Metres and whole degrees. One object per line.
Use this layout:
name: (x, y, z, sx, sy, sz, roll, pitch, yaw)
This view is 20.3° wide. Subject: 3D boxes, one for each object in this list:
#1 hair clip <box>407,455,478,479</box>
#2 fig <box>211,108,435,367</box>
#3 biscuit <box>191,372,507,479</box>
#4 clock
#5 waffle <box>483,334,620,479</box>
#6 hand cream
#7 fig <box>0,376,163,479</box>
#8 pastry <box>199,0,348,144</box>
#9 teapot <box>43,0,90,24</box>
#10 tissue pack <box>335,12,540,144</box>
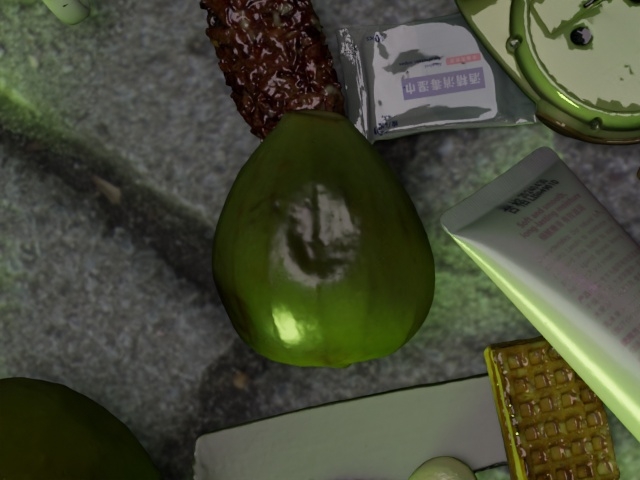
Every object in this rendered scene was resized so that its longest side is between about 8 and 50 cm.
hair clip: (0.103, 0.307, 1.652, 0.159, 0.071, 0.219, 0, 92, 8)
fig: (-0.007, 0.007, 1.630, 0.207, 0.207, 0.230, -21, 116, 8)
biscuit: (0.035, 0.199, 1.704, 0.322, 0.038, 0.099, -13, 80, 9)
clock: (0.282, -0.199, 1.652, 0.235, 0.096, 0.308, -34, 88, 1)
waffle: (0.212, 0.159, 1.653, 0.102, 0.042, 0.148, -10, 83, -22)
hand cream: (0.273, 0.078, 1.624, 0.359, 0.185, 0.118, 49, 139, 10)
fig: (-0.284, 0.286, 1.606, 0.343, 0.343, 0.343, -1, 85, 10)
pastry: (-0.044, -0.182, 1.721, 0.115, 0.097, 0.208, -24, 82, 1)
teapot: (-0.300, -0.339, 1.758, 0.208, 0.166, 0.300, -30, 70, -5)
tissue pack: (0.117, -0.160, 1.724, 0.193, 0.026, 0.123, -9, 84, 8)
